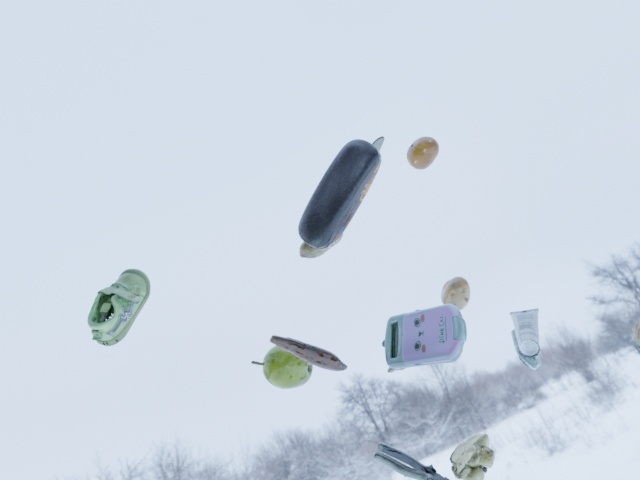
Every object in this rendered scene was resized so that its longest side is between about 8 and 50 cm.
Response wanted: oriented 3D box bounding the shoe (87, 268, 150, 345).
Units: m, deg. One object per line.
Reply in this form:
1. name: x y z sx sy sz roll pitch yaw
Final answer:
1. shoe: -0.627 0.201 1.500 0.139 0.262 0.128 15 -28 4

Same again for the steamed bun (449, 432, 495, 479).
1. steamed bun: 0.577 0.812 1.767 0.192 0.106 0.177 -48 -6 -2

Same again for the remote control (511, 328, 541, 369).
1. remote control: 0.786 0.407 1.826 0.052 0.104 0.247 -48 -1 22

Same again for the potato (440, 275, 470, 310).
1. potato: 0.492 0.193 1.732 0.112 0.112 0.147 -15 -43 -18

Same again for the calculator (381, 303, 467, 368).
1. calculator: 0.248 0.239 1.173 0.045 0.141 0.246 28 -34 -35

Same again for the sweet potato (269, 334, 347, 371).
1. sweet potato: -0.030 0.317 1.339 0.264 0.057 0.057 26 -48 -23

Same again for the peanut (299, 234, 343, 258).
1. peanut: 0.000 0.000 2.192 0.236 0.120 0.110 -36 -18 10

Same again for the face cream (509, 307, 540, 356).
1. face cream: 0.639 0.273 1.484 0.092 0.058 0.244 -14 14 24

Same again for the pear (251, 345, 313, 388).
1. pear: -0.138 0.443 1.694 0.216 0.166 0.180 -4 4 16

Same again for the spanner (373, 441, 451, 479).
1. spanner: 0.342 0.801 1.655 0.095 0.324 0.040 -30 -42 -65

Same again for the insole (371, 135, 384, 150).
1. insole: 0.156 -0.234 1.511 0.086 0.005 0.253 -35 -22 -24

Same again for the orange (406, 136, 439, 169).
1. orange: 0.457 -0.395 2.144 0.156 0.124 0.156 -57 1 2

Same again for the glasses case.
1. glasses case: 0.050 -0.125 1.295 0.321 0.122 0.082 -60 -32 2

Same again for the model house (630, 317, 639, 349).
1. model house: 0.961 0.207 1.157 0.193 0.267 0.325 7 -61 5

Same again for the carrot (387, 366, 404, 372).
1. carrot: 0.280 0.472 1.788 0.048 0.048 0.216 -17 -19 -14
